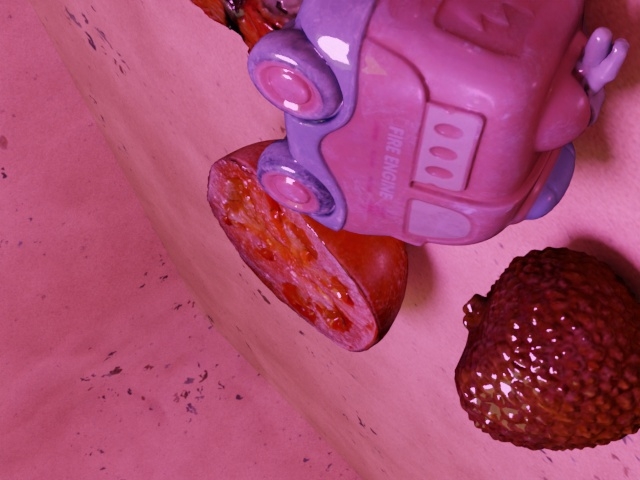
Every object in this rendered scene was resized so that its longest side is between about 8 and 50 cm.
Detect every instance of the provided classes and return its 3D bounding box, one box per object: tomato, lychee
[{"bbox_3d":[0.004,-0.011,1.329,0.338,0.144,0.338,43,162,18],"label":"tomato"},{"bbox_3d":[0.213,0.098,0.918,0.194,0.194,0.194,47,163,19],"label":"lychee"}]

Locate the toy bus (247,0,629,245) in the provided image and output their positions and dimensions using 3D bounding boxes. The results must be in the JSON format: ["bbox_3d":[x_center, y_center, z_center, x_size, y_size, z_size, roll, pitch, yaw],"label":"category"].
[{"bbox_3d":[0.092,-0.112,0.770,0.232,0.197,0.294,24,153,12],"label":"toy bus"}]

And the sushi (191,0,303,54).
[{"bbox_3d":[-0.041,-0.246,1.008,0.332,0.130,0.124,44,158,12],"label":"sushi"}]
